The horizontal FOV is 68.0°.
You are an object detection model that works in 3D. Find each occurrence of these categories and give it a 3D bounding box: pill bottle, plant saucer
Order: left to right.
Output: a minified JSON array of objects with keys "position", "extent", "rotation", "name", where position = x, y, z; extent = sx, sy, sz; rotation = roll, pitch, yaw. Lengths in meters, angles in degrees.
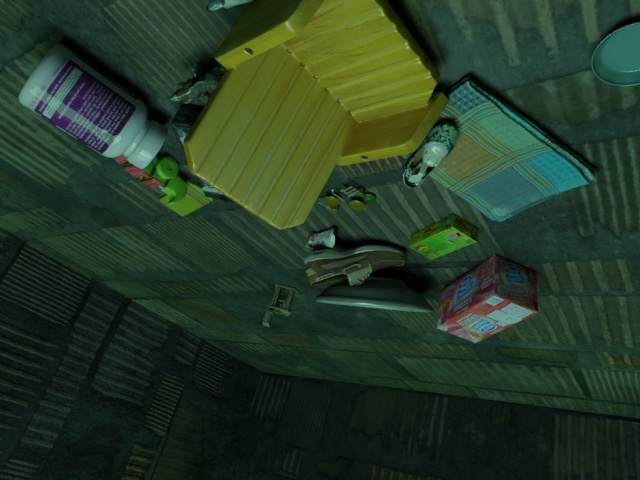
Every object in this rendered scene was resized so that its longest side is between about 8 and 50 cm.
[{"position":[-0.530,-0.306,1.139],"extent":[0.301,0.170,0.169],"rotation":[35,147,-30],"name":"pill bottle"},{"position":[0.185,0.182,1.635],"extent":[0.399,0.101,0.400],"rotation":[6,171,1],"name":"plant saucer"},{"position":[0.491,-0.295,0.740],"extent":[0.119,0.021,0.119],"rotation":[13,152,7],"name":"plant saucer"}]

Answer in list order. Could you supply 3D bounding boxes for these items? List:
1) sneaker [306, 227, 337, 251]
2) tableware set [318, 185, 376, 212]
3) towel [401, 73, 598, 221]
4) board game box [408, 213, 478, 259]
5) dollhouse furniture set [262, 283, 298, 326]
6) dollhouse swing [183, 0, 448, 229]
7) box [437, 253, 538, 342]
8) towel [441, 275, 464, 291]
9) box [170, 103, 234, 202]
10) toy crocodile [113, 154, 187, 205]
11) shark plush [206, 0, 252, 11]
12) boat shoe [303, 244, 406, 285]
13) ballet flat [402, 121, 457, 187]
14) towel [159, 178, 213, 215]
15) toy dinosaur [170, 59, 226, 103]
[{"position":[0.000,0.000,1.522],"extent":[0.075,0.057,0.161],"rotation":[17,156,-12],"name":"sneaker"},{"position":[0.075,-0.113,1.314],"extent":[0.104,0.024,0.154],"rotation":[29,149,-29],"name":"tableware set"},{"position":[0.356,-0.174,1.023],"extent":[0.369,0.040,0.271],"rotation":[28,150,-20],"name":"towel"},{"position":[0.342,-0.006,1.333],"extent":[0.092,0.043,0.181],"rotation":[28,150,-19],"name":"board game box"},{"position":[-0.167,0.309,2.051],"extent":[0.101,0.182,0.161],"rotation":[13,152,8],"name":"dollhouse furniture set"},{"position":[-0.010,-0.206,0.839],"extent":[0.315,0.305,0.346],"rotation":[-1,152,46],"name":"dollhouse swing"},{"position":[0.507,0.189,1.462],"extent":[0.153,0.142,0.300],"rotation":[22,146,-8],"name":"box"},{"position":[0.489,0.169,1.594],"extent":[0.113,0.023,0.152],"rotation":[19,152,-5],"name":"towel"},{"position":[-0.224,-0.207,1.247],"extent":[0.242,0.077,0.308],"rotation":[12,152,10],"name":"box"},{"position":[-0.517,-0.228,1.345],"extent":[0.115,0.105,0.340],"rotation":[-4,145,35],"name":"toy crocodile"},{"position":[-0.141,-0.439,0.805],"extent":[0.161,0.073,0.067],"rotation":[4,120,32],"name":"shark plush"},{"position":[0.110,0.088,1.501],"extent":[0.323,0.117,0.123],"rotation":[-6,162,9],"name":"boat shoe"},{"position":[0.228,-0.170,1.004],"extent":[0.070,0.070,0.188],"rotation":[20,152,-5],"name":"ballet flat"},{"position":[-0.443,-0.139,1.563],"extent":[0.102,0.021,0.237],"rotation":[39,147,-26],"name":"towel"},{"position":[-0.153,-0.311,0.989],"extent":[0.313,0.121,0.160],"rotation":[10,-161,-11],"name":"toy dinosaur"}]
